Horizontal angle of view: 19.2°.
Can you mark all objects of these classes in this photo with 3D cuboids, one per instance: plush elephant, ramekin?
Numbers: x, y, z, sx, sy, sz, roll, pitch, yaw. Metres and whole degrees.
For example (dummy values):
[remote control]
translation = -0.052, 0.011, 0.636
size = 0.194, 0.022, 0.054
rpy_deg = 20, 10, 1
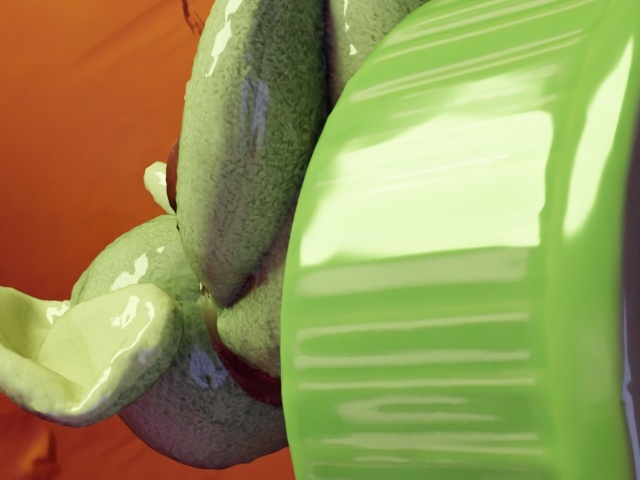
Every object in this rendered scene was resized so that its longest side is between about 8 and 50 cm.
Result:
[plush elephant]
translation = 0.000, 0.000, 0.798
size = 0.255, 0.272, 0.330
rpy_deg = -6, 65, 43
[ramekin]
translation = 0.127, 0.036, 0.631
size = 0.148, 0.303, 0.303
rpy_deg = -6, 104, 43
